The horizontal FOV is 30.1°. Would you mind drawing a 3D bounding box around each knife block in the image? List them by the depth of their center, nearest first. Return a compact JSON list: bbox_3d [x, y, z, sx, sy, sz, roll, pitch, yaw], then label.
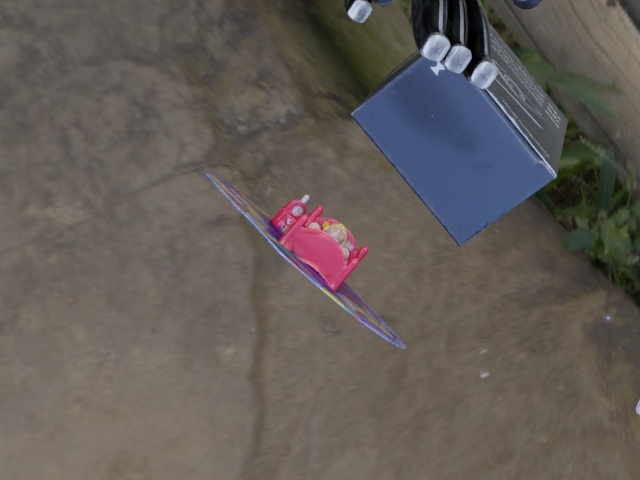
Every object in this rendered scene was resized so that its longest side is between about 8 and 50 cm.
[{"bbox_3d":[0.089,-0.211,0.771,0.242,0.275,0.088,54,127,15],"label":"knife block"}]

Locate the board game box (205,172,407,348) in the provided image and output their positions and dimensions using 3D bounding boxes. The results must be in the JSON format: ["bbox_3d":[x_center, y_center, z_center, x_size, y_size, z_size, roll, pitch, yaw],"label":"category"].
[{"bbox_3d":[0.000,0.000,0.757,0.033,0.133,0.168,-49,43,3],"label":"board game box"}]

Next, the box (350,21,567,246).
[{"bbox_3d":[0.132,-0.110,1.074,0.108,0.207,0.153,-37,95,23],"label":"box"}]

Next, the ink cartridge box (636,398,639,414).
[{"bbox_3d":[0.153,0.024,0.440,0.029,0.115,0.063,30,117,16],"label":"ink cartridge box"}]
